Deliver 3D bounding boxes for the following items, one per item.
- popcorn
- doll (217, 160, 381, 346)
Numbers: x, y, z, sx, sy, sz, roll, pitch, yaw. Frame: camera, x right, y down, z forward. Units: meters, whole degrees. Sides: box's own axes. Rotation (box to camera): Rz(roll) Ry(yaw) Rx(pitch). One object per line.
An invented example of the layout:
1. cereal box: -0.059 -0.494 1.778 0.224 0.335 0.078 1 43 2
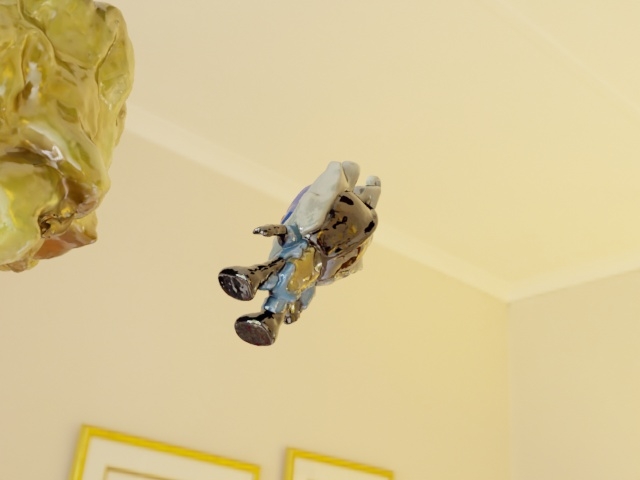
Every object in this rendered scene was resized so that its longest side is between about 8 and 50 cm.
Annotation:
1. popcorn: -0.251 -0.087 0.587 0.215 0.252 0.286 -4 19 29
2. doll: 0.000 0.000 0.622 0.070 0.195 0.096 6 -57 33
